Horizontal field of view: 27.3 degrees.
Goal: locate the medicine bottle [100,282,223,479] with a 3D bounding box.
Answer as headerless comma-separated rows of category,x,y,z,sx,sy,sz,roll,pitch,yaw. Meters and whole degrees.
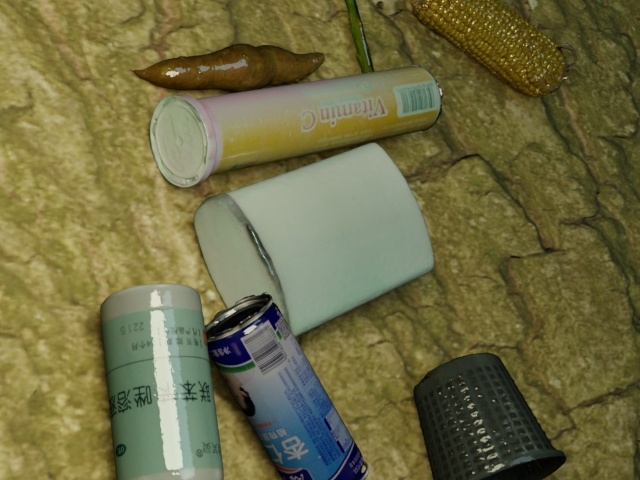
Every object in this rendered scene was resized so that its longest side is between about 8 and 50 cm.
medicine bottle,-0.157,0.224,1.356,0.110,0.110,0.352,7,66,-39

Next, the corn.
corn,0.257,-0.308,1.977,0.293,0.106,0.106,27,55,-28

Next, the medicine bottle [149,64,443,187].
medicine bottle,-0.015,-0.151,1.657,0.426,0.108,0.108,-14,80,-44

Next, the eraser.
eraser,0.000,0.000,1.604,0.290,0.104,0.189,-22,82,-45

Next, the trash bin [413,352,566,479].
trash bin,0.194,0.233,1.636,0.175,0.175,0.161,2,57,-40

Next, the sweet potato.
sweet potato,-0.108,-0.215,1.643,0.273,0.067,0.067,-9,76,-38

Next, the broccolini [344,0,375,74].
broccolini,0.041,-0.325,1.852,0.057,0.071,0.255,41,37,-80

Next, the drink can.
drink can,-0.040,0.180,1.468,0.097,0.097,0.235,-43,109,-44
